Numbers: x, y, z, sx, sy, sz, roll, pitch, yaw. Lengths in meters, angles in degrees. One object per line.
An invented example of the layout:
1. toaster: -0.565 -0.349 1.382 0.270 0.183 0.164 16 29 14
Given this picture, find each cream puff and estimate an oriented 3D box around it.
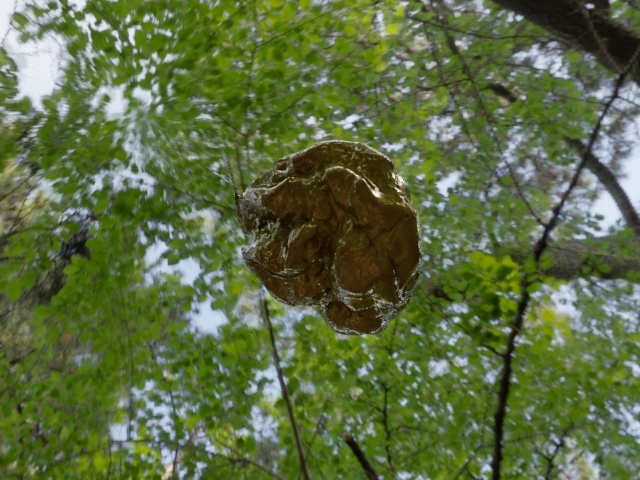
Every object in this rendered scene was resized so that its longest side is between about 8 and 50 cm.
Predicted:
1. cream puff: 0.000 0.002 1.283 0.257 0.291 0.325 -7 -89 -16

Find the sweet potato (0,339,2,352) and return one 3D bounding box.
1. sweet potato: -0.332 0.111 0.629 0.050 0.214 0.050 0 -89 12
